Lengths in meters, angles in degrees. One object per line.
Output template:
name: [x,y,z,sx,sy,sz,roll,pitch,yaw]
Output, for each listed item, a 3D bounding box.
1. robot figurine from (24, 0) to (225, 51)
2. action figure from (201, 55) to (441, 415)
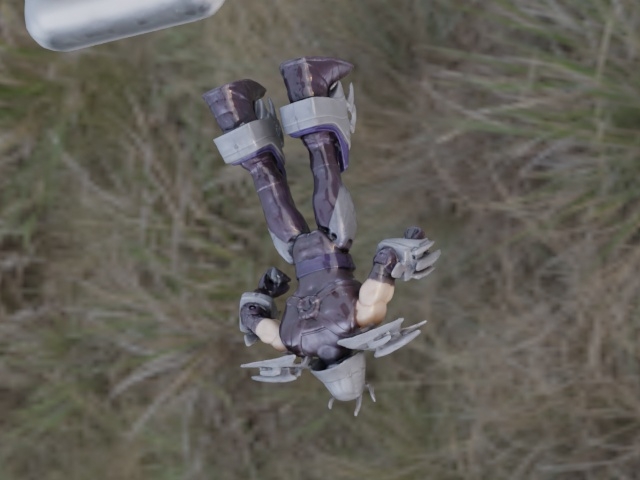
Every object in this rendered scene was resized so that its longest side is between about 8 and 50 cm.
robot figurine: [-0.121,-0.279,1.003,0.200,0.300,0.353,-9,56,11]
action figure: [0.000,0.000,1.406,0.185,0.099,0.285,-17,81,22]
